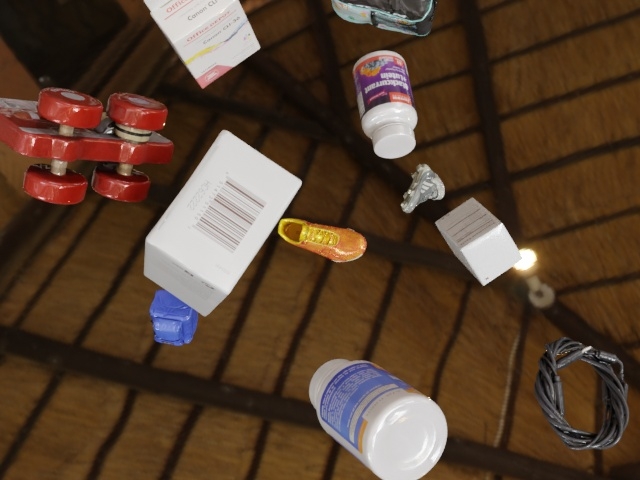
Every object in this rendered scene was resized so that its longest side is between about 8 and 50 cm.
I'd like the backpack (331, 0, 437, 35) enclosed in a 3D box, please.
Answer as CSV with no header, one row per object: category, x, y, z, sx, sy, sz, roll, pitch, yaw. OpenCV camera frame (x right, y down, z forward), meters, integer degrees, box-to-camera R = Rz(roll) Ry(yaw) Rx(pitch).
backpack,0.103,-0.422,1.439,0.144,0.189,0.165,32,72,-84

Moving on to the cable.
cable,0.392,0.228,1.342,0.047,0.151,0.184,-54,-171,53

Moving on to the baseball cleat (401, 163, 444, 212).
baseball cleat,0.291,-0.133,2.482,0.072,0.109,0.205,-47,-167,46

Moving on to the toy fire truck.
toy fire truck,-0.417,-0.186,1.521,0.302,0.169,0.254,-4,-152,-46

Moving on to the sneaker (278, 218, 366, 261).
sneaker,0.000,0.000,1.598,0.175,0.067,0.064,9,-94,30

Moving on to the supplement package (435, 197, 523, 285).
supplement package,0.338,-0.001,1.924,0.105,0.105,0.179,-34,-156,2

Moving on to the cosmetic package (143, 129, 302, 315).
cosmetic package,-0.193,-0.013,1.624,0.230,0.162,0.453,-57,-176,-15

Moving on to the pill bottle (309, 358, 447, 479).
pill bottle,0.085,0.295,1.539,0.152,0.152,0.272,-40,-156,-13

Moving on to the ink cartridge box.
ink cartridge box,-0.171,-0.317,1.315,0.115,0.067,0.198,-36,163,-1

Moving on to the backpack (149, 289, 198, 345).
backpack,-0.315,0.172,1.897,0.098,0.120,0.101,14,-123,5

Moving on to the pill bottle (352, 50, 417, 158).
pill bottle,0.127,-0.259,1.720,0.108,0.108,0.193,-21,-120,22
